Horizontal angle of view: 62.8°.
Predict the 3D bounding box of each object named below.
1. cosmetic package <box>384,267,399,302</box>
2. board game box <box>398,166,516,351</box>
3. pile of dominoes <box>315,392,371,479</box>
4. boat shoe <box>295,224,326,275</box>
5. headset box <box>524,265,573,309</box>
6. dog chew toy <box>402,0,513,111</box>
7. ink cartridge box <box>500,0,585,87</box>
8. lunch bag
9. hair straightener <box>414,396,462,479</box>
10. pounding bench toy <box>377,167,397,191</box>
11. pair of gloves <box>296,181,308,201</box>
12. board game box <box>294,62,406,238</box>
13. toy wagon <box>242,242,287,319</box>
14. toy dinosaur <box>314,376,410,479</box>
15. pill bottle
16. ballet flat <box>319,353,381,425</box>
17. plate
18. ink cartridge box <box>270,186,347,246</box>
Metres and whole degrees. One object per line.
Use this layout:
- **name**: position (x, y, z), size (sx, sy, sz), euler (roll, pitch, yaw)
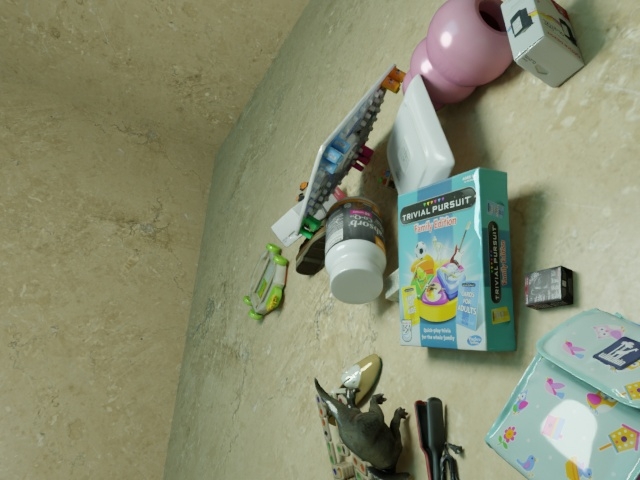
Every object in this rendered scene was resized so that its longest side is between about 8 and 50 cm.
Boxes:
- **cosmetic package**: position (0.206, 0.097, 1.273), size (0.115, 0.041, 0.060), euler (-45, 33, 43)
- **board game box**: position (0.262, 0.049, 1.064), size (0.254, 0.079, 0.335), euler (-17, 71, 60)
- **pile of dominoes**: position (0.041, 0.483, 1.219), size (0.196, 0.040, 0.251), euler (-39, 62, 61)
- **boat shoe**: position (0.000, 0.000, 1.684), size (0.307, 0.111, 0.104), euler (-42, 39, 47)
- **headset box**: position (0.392, 0.084, 0.910), size (0.083, 0.032, 0.062), euler (-28, 47, 57)
- **dog chew toy**: position (0.311, -0.425, 1.257), size (0.332, 0.207, 0.206), euler (139, 143, -60)
- **ink cartridge box**: position (0.442, -0.410, 1.047), size (0.072, 0.128, 0.175), euler (-38, 41, 46)
- **lunch bag**: position (0.381, 0.228, 0.687), size (0.262, 0.160, 0.223), euler (-59, 22, -1)
- **hair straightener**: position (0.227, 0.413, 0.997), size (0.089, 0.047, 0.230), euler (-41, 38, 48)
- **pounding bench toy**: position (0.192, -0.171, 1.465), size (0.052, 0.065, 0.083), euler (-69, 24, 6)
- **pair of gloves**: position (-0.075, -0.195, 2.100), size (0.074, 0.010, 0.083), euler (0, 73, 64)
- **board game box**: position (0.079, -0.229, 1.429), size (0.390, 0.050, 0.390), euler (-54, -8, -32)
- **toy wagon**: position (-0.204, 0.177, 2.035), size (0.267, 0.068, 0.344), euler (-65, 26, 13)
- **toy dinosaur**: position (0.102, 0.398, 1.084), size (0.121, 0.313, 0.160), euler (-26, 19, 23)
- **pill bottle**: position (0.092, 0.023, 1.382), size (0.162, 0.162, 0.278), euler (-52, 23, 35)
- **ballet flat**: position (0.070, 0.376, 1.315), size (0.232, 0.073, 0.080), euler (-62, 25, 18)
- **plate**: position (0.222, -0.205, 1.269), size (0.278, 0.045, 0.277), euler (103, 157, -58)
- **ink cartridge box**: position (-0.037, -0.087, 1.713), size (0.218, 0.092, 0.159), euler (-41, 3, -40)
